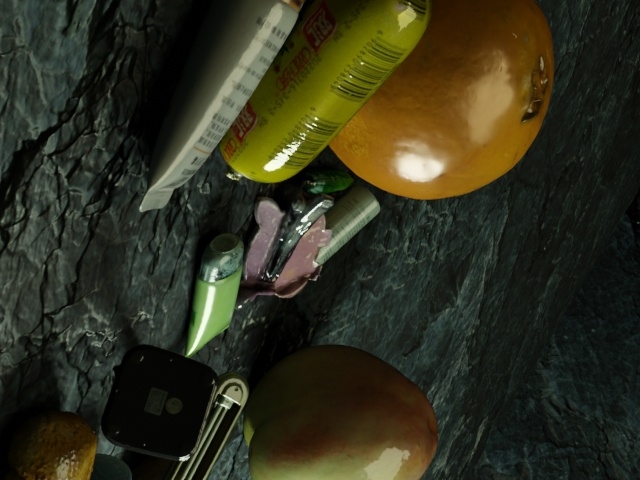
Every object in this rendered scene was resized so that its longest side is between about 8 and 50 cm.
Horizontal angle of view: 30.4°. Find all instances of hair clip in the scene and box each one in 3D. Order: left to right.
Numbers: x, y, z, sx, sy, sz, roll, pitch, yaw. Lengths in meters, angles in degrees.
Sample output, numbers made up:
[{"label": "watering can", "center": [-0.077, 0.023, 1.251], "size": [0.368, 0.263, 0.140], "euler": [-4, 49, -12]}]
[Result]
[{"label": "hair clip", "center": [-0.041, 0.005, 1.578], "size": [0.146, 0.056, 0.187], "euler": [2, 124, -44]}]

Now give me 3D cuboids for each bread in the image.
[{"label": "bread", "center": [-0.317, 0.339, 1.330], "size": [0.124, 0.084, 0.344], "euler": [-28, 139, -54]}]

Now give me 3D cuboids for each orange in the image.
[{"label": "orange", "center": [0.136, -0.203, 1.460], "size": [0.312, 0.312, 0.312], "euler": [-47, 153, -34]}]

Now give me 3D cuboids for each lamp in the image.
[{"label": "lamp", "center": [-0.187, 0.235, 1.411], "size": [0.283, 0.124, 0.203], "euler": [66, 41, -79]}]

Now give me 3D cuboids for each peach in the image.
[{"label": "peach", "center": [0.028, 0.286, 1.742], "size": [0.292, 0.292, 0.247], "euler": [-40, 121, -44]}]

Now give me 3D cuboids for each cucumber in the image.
[{"label": "cucumber", "center": [0.004, -0.081, 1.634], "size": [0.168, 0.039, 0.039], "euler": [-12, 125, -67]}]

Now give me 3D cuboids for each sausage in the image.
[{"label": "sausage", "center": [-0.002, -0.185, 1.301], "size": [0.347, 0.123, 0.123], "euler": [-45, 168, 30]}]

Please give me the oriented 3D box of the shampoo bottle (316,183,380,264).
[{"label": "shampoo bottle", "center": [0.000, 0.000, 1.679], "size": [0.195, 0.056, 0.056], "euler": [-41, 151, -17]}]

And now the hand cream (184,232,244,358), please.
[{"label": "hand cream", "center": [-0.134, 0.068, 1.492], "size": [0.095, 0.046, 0.175], "euler": [-41, 155, -46]}]

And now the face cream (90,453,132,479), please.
[{"label": "face cream", "center": [-0.287, 0.383, 1.449], "size": [0.077, 0.077, 0.250], "euler": [-29, 139, -54]}]

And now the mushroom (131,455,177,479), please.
[{"label": "mushroom", "center": [-0.228, 0.340, 1.539], "size": [0.209, 0.072, 0.094], "euler": [-64, 160, -13]}]

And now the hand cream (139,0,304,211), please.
[{"label": "hand cream", "center": [-0.105, -0.168, 1.244], "size": [0.314, 0.089, 0.140], "euler": [-64, 179, 2]}]
